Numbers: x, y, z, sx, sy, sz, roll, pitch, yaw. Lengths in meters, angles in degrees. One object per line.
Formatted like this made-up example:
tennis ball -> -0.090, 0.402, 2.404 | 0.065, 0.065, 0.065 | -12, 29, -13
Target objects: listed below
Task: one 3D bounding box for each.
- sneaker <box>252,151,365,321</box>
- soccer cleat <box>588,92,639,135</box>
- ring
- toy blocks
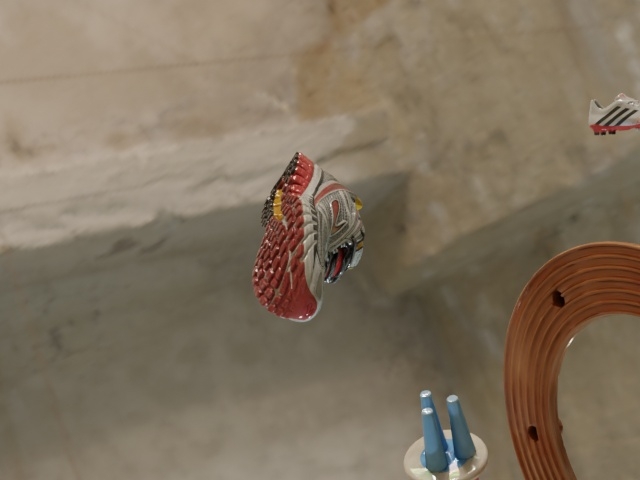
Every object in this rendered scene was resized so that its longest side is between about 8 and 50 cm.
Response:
sneaker -> 0.000, 0.000, 1.573 | 0.092, 0.088, 0.225 | 27, -150, -11
soccer cleat -> 0.275, -0.113, 1.550 | 0.029, 0.083, 0.036 | -8, -87, -61
ring -> 0.268, 0.159, 1.389 | 0.032, 0.336, 0.337 | -18, -96, -33
toy blocks -> 0.108, 0.163, 1.060 | 0.054, 0.123, 0.148 | -40, -49, -35
